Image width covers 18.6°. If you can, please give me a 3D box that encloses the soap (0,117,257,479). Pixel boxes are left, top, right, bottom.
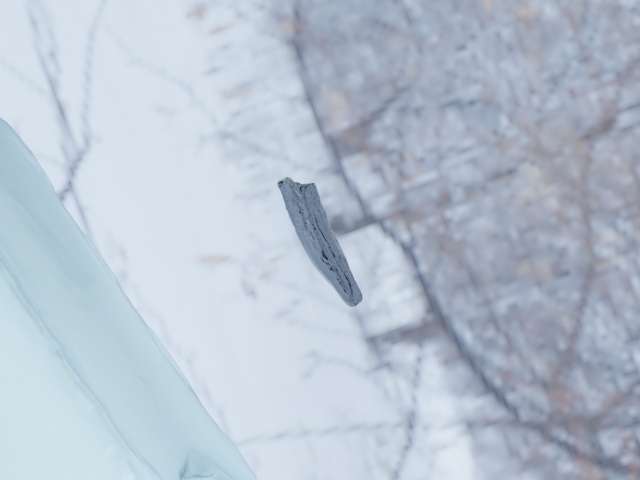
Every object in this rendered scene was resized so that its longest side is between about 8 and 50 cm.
[{"bbox_3d":[-0.168,0.099,0.614,0.160,0.265,0.087,54,14,17],"label":"soap"}]

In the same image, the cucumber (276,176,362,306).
[{"bbox_3d":[-0.002,0.001,1.786,0.033,0.034,0.135,3,65,-69],"label":"cucumber"}]
